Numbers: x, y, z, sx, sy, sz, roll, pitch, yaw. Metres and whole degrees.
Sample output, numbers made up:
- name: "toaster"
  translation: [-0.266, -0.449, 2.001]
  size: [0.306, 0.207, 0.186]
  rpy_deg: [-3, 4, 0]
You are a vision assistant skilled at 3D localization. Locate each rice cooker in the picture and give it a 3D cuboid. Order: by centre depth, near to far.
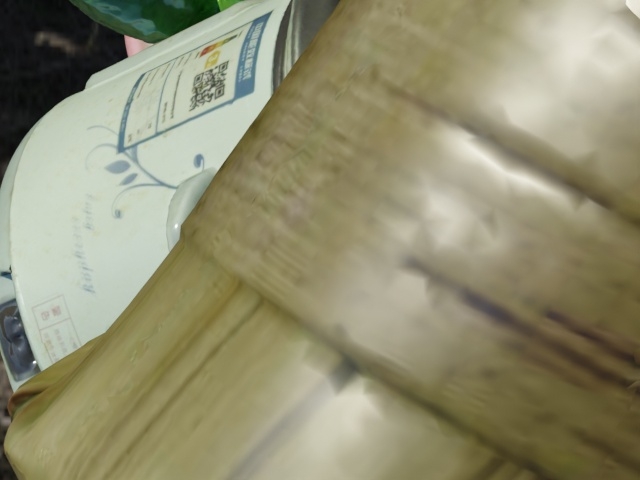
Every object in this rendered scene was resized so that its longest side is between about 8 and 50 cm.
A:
- name: "rice cooker"
  translation: [0.000, 0.000, 0.895]
  size: [0.317, 0.316, 0.264]
  rpy_deg: [-17, 82, 1]

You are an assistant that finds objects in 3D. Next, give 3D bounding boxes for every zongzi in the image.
- name: "zongzi"
  translation: [0.209, -0.016, 0.546]
  size: [0.467, 0.218, 0.500]
  rpy_deg: [28, 102, -48]

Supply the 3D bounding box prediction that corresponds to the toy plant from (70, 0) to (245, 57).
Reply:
- name: "toy plant"
  translation: [-0.070, -0.175, 1.620]
  size: [0.210, 0.356, 0.317]
  rpy_deg: [-39, 87, 11]
